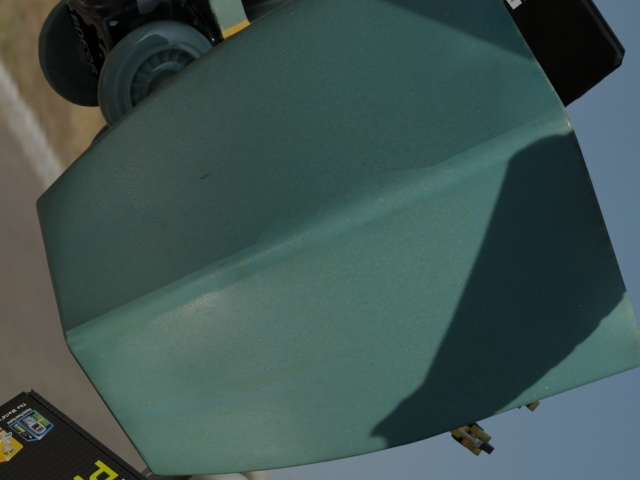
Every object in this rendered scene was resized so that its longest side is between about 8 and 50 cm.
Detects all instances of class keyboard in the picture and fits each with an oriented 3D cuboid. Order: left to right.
[{"bbox_3d":[0.089,-0.145,1.030,0.192,0.100,0.038,49,9,-32],"label":"keyboard"}]

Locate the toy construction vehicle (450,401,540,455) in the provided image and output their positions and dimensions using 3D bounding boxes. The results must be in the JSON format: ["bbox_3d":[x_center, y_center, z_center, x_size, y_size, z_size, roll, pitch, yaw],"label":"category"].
[{"bbox_3d":[0.158,0.156,1.627,0.035,0.086,0.098,42,0,33],"label":"toy construction vehicle"}]

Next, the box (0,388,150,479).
[{"bbox_3d":[-0.206,0.229,1.120,0.216,0.270,0.060,33,-46,25],"label":"box"}]

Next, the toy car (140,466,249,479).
[{"bbox_3d":[-0.103,0.258,1.382,0.136,0.182,0.159,48,-18,-16],"label":"toy car"}]

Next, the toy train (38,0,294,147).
[{"bbox_3d":[-0.044,-0.057,1.131,0.142,0.190,0.334,32,-34,54],"label":"toy train"}]

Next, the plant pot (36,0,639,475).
[{"bbox_3d":[0.000,0.000,0.837,0.165,0.234,0.165,-111,176,-47],"label":"plant pot"}]
